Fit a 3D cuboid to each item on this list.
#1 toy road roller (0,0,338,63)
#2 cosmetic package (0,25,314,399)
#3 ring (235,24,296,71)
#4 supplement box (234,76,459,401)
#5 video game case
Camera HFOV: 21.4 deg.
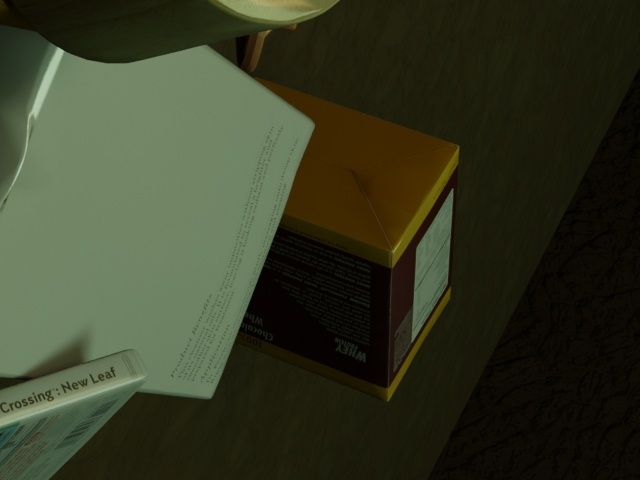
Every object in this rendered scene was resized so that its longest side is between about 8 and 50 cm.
[{"bbox_3d":[-0.136,-0.217,0.648,0.330,0.202,0.240,12,81,-37],"label":"toy road roller"},{"bbox_3d":[-0.154,-0.034,0.993,0.217,0.156,0.385,-69,161,-3],"label":"cosmetic package"},{"bbox_3d":[-0.017,-0.270,1.039,0.336,0.032,0.336,-173,-90,-83],"label":"ring"},{"bbox_3d":[0.000,0.000,1.406,0.129,0.191,0.194,-56,157,-36],"label":"supplement box"},{"bbox_3d":[-0.217,0.135,0.923,0.193,0.023,0.212,-16,162,-40],"label":"video game case"}]
